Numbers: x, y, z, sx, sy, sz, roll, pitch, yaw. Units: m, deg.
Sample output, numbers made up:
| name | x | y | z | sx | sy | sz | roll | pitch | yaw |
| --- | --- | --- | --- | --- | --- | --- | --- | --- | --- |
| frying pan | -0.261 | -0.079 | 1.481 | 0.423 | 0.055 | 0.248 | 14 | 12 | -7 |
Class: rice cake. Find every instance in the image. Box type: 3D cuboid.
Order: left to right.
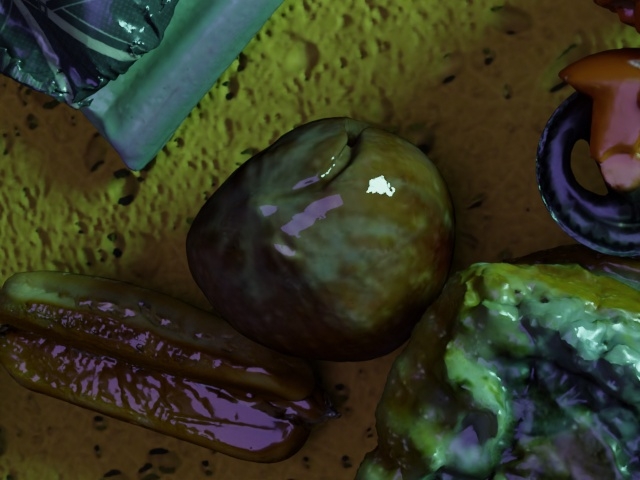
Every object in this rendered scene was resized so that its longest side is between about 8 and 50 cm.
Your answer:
| name | x | y | z | sx | sy | sz | roll | pitch | yaw |
| --- | --- | --- | --- | --- | --- | --- | --- | --- | --- |
| rice cake | -0.070 | -0.145 | 0.898 | 0.222 | 0.042 | 0.080 | -45 | 71 | 19 |

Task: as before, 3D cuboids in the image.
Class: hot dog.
| name | x | y | z | sx | sy | sz | roll | pitch | yaw |
| --- | --- | --- | --- | --- | --- | --- | --- | --- | --- |
| hot dog | -0.097 | 0.076 | 0.912 | 0.236 | 0.062 | 0.092 | 18 | 116 | 16 |

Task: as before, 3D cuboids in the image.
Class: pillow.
| name | x | y | z | sx | sy | sz | roll | pitch | yaw |
| --- | --- | --- | --- | --- | --- | --- | --- | --- | --- |
| pillow | -0.100 | -0.240 | 0.858 | 0.161 | 0.092 | 0.335 | 40 | 101 | 36 |

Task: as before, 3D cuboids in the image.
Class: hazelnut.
| name | x | y | z | sx | sy | sz | roll | pitch | yaw |
| --- | --- | --- | --- | --- | --- | --- | --- | --- | --- |
| hazelnut | 0.000 | 0.000 | 0.827 | 0.154 | 0.143 | 0.143 | -15 | 87 | 24 |

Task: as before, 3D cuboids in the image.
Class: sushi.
| name | x | y | z | sx | sy | sz | roll | pitch | yaw |
| --- | --- | --- | --- | --- | --- | --- | --- | --- | --- |
| sushi | 0.124 | 0.113 | 0.776 | 0.184 | 0.139 | 0.274 | 21 | 102 | 19 |

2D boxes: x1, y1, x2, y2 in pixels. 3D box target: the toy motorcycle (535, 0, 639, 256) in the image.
| name | x | y | z | sx | sy | sz | roll | pitch | yaw |
| --- | --- | --- | --- | --- | --- | --- | --- | --- | --- |
| toy motorcycle | 0.269 | -0.093 | 0.706 | 0.326 | 0.148 | 0.221 | 4 | 97 | 18 |
